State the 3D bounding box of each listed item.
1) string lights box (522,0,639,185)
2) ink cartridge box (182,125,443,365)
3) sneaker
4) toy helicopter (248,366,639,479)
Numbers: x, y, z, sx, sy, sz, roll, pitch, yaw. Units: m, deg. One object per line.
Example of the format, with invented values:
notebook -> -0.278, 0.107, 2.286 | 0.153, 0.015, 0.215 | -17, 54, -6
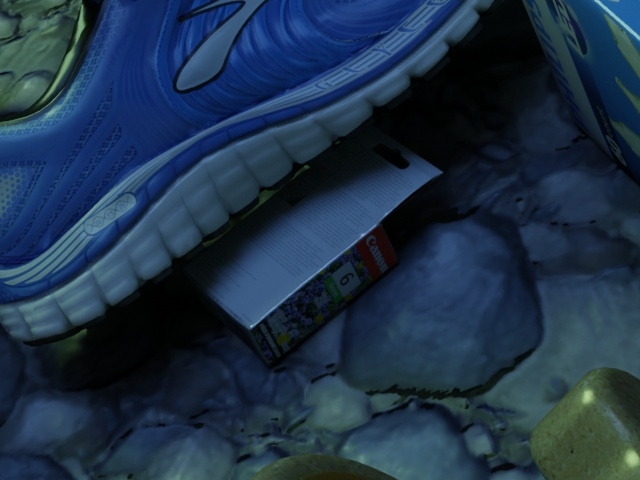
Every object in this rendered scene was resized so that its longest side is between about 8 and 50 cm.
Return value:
string lights box -> 0.175, -0.048, 0.770 | 0.076, 0.133, 0.260 | -33, 41, -4
ink cartridge box -> 0.000, 0.000, 0.895 | 0.115, 0.029, 0.063 | -38, 42, -12
sneaker -> -0.041, -0.099, 0.900 | 0.330, 0.147, 0.130 | -37, 7, -11
toy helicopter -> 0.111, 0.123, 0.509 | 0.140, 0.355, 0.235 | -51, 49, 24
